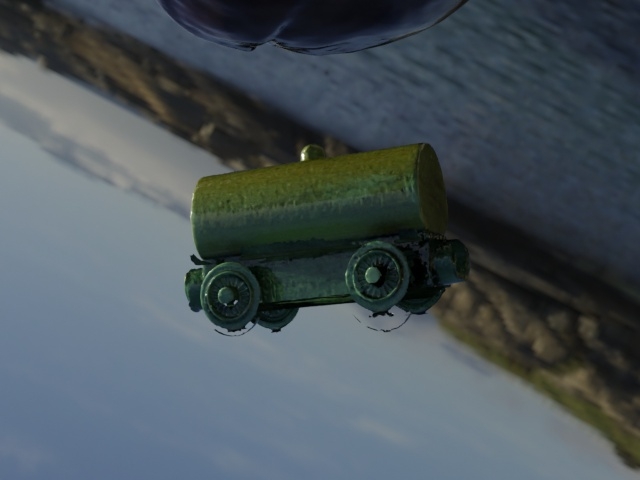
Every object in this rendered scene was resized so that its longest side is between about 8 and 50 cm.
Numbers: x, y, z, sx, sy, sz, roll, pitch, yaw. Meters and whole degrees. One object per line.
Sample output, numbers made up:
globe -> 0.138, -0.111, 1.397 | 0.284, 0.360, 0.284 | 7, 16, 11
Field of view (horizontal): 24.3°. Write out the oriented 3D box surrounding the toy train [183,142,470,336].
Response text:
toy train -> -0.004, -0.002, 1.480 | 0.307, 0.190, 0.126 | -7, -177, 24

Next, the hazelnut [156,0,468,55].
hazelnut -> -0.003, -0.188, 0.648 | 0.208, 0.208, 0.208 | 27, -179, -1
